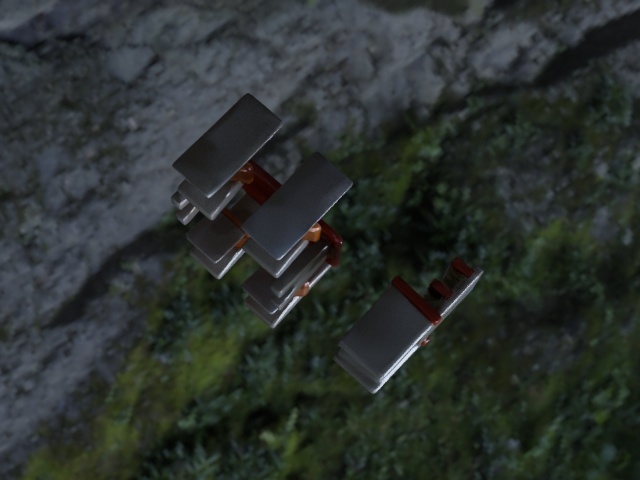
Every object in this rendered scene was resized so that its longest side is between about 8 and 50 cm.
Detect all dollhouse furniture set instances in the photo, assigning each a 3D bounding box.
[{"bbox_3d":[0.000,0.000,1.117,0.135,0.259,0.262,-46,171,-14],"label":"dollhouse furniture set"}]
